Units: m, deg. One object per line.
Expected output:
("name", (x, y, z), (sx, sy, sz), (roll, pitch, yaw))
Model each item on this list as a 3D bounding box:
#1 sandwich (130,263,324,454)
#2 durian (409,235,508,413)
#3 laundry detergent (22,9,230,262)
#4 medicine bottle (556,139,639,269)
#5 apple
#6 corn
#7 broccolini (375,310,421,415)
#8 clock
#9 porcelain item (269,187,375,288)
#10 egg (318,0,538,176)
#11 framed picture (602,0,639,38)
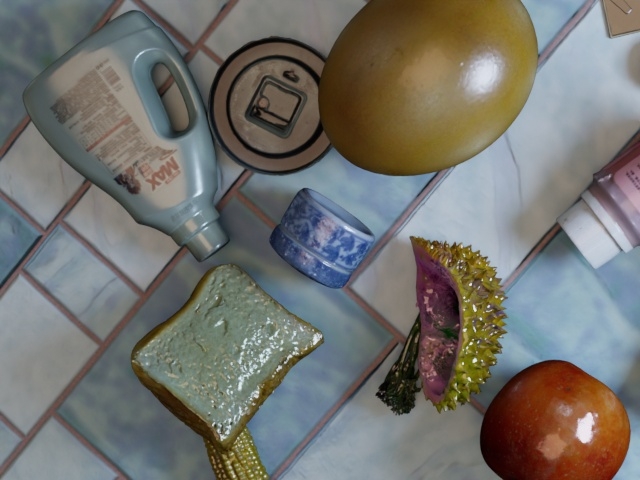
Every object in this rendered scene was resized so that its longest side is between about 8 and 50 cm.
("sandwich", (-0.155, 0.180, 1.956), (0.226, 0.087, 0.251), (39, 70, 11))
("durian", (0.223, 0.137, 1.890), (0.154, 0.186, 0.260), (-2, 104, 2))
("laundry detergent", (-0.277, -0.151, 1.983), (0.264, 0.125, 0.398), (-37, 89, 4))
("medicine bottle", (0.488, -0.067, 1.844), (0.247, 0.147, 0.147), (-38, 87, 11))
("apple", (0.358, 0.299, 1.859), (0.218, 0.218, 0.201), (40, 74, 5))
("corn", (-0.160, 0.315, 2.019), (0.086, 0.086, 0.288), (-21, 87, 11))
("broccolini", (0.153, 0.188, 1.963), (0.058, 0.074, 0.201), (27, 97, 24))
("clock", (-0.070, -0.217, 1.972), (0.226, 0.049, 0.226), (0, 93, 5))
("porcelain item", (0.000, 0.000, 1.932), (0.147, 0.147, 0.114), (35, 100, 6))
("egg", (0.159, -0.246, 1.816), (0.351, 0.282, 0.282), (-37, 87, 8))
("framed picture", (0.476, -0.366, 1.891), (0.066, 0.006, 0.089), (-13, 92, 11))
